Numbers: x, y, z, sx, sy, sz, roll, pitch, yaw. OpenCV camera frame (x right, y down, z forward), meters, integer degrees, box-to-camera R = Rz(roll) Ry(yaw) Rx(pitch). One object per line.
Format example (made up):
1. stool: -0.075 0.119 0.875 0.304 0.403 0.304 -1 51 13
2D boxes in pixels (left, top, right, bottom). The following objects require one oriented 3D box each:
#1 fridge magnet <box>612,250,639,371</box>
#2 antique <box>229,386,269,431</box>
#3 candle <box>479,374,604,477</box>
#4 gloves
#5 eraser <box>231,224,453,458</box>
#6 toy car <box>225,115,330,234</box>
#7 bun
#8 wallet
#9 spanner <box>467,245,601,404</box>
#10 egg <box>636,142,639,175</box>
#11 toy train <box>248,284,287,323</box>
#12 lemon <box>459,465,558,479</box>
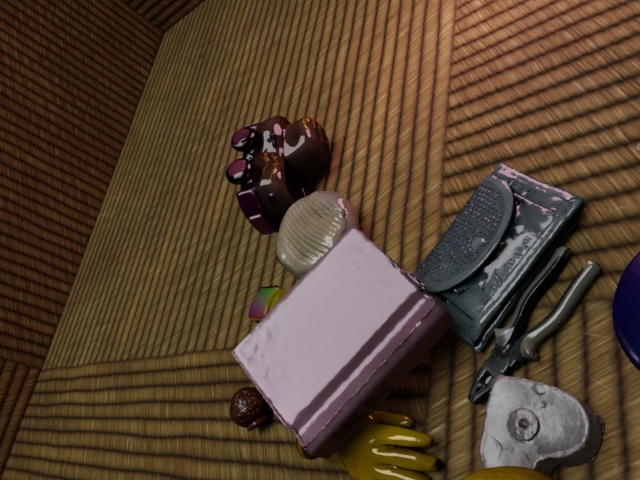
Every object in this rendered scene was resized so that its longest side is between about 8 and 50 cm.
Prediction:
1. fridge magnet: 0.548 0.095 0.794 0.265 0.112 0.266 -28 46 34
2. antique: -0.172 0.402 1.387 0.104 0.104 0.104 -27 48 34
3. candle: 0.337 0.296 0.925 0.192 0.068 0.169 -40 43 17
4. gloves: 0.099 0.406 1.109 0.294 0.116 0.133 4 96 39
5. eraser: 0.040 0.188 1.112 0.359 0.122 0.272 -47 56 0
6. toy car: -0.098 -0.194 1.614 0.240 0.271 0.341 -12 57 18
7. bun: 0.000 0.000 1.437 0.239 0.141 0.239 -20 54 31
8. wallet: 0.324 0.017 1.128 0.342 0.075 0.237 -55 35 5
9. spanner: 0.365 0.157 1.011 0.325 0.040 0.095 -54 37 4
10. egg: 0.577 -0.125 0.908 0.118 0.116 0.140 -21 45 0
11. toy train: -0.029 0.171 1.340 0.296 0.160 0.101 -10 52 44
12. lemon: 0.262 0.431 0.762 0.267 0.267 0.268 -27 48 34
